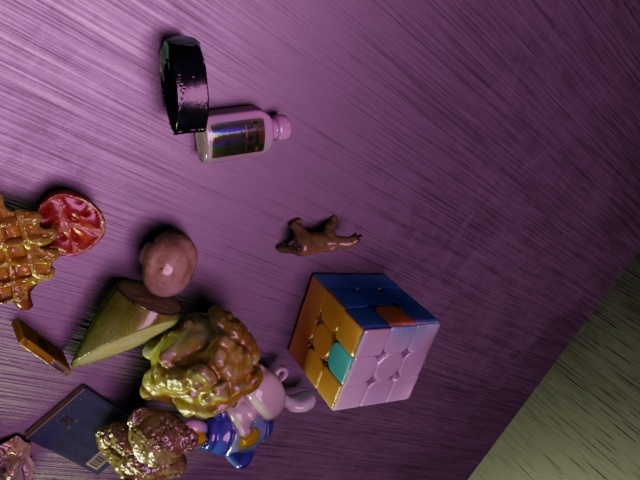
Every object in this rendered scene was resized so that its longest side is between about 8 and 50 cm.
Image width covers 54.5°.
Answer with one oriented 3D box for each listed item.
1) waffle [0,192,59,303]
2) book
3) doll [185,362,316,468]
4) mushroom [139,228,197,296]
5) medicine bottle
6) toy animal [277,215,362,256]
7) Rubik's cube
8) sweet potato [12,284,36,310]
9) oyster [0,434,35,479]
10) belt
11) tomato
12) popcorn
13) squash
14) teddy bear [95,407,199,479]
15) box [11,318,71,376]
[{"bbox_3d":[-0.702,0.030,1.252,0.312,0.060,0.307,24,108,-25],"label":"waffle"},{"bbox_3d":[-0.620,0.514,1.671,0.191,0.025,0.269,-42,132,-6],"label":"book"},{"bbox_3d":[-0.231,0.507,1.837,0.376,0.187,0.365,43,81,-18],"label":"doll"},{"bbox_3d":[-0.365,0.055,1.476,0.166,0.128,0.166,11,90,-77],"label":"mushroom"},{"bbox_3d":[-0.178,-0.252,1.448,0.219,0.078,0.115,-13,123,-26],"label":"medicine bottle"},{"bbox_3d":[0.000,0.000,1.707,0.219,0.101,0.103,-5,119,-31],"label":"toy animal"},{"bbox_3d":[0.121,0.288,1.837,0.291,0.292,0.291,2,117,-35],"label":"Rubik's cube"},{"bbox_3d":[-0.645,0.074,1.359,0.058,0.055,0.202,16,116,5],"label":"sweet potato"},{"bbox_3d":[-0.841,0.658,1.563,0.201,0.107,0.354,13,110,-34],"label":"oyster"},{"bbox_3d":[-0.283,-0.323,1.291,0.078,0.151,0.198,-10,113,-23],"label":"belt"},{"bbox_3d":[-0.545,-0.043,1.340,0.156,0.069,0.155,-10,123,-17],"label":"tomato"},{"bbox_3d":[-0.303,0.310,1.586,0.274,0.336,0.278,34,65,-29],"label":"popcorn"},{"bbox_3d":[-0.464,0.238,1.494,0.189,0.189,0.260,22,100,-40],"label":"squash"},{"bbox_3d":[-0.442,0.534,1.615,0.267,0.156,0.256,28,114,-16],"label":"teddy bear"},{"bbox_3d":[-0.648,0.250,1.444,0.023,0.087,0.155,-40,132,-8],"label":"box"}]
